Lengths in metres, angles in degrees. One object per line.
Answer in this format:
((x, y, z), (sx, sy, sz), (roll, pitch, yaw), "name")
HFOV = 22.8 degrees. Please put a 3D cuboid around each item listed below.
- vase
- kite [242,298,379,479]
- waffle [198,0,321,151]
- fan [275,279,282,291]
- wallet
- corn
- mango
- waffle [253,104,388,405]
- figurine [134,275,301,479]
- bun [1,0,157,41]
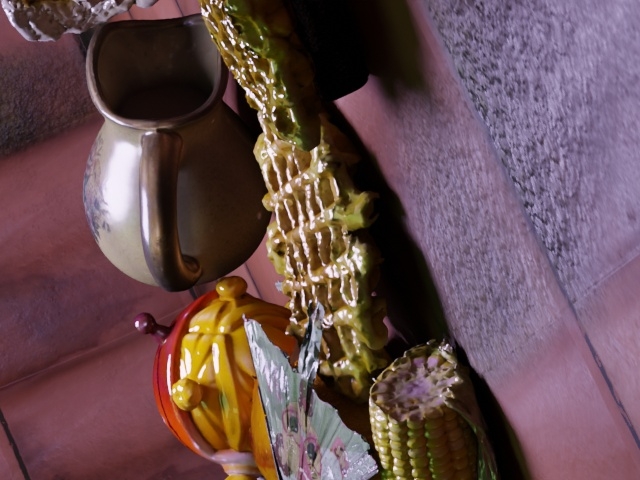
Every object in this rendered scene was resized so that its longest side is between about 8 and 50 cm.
((-0.182, -0.079, 1.939), (0.329, 0.240, 0.302), (-92, -2, -52), "vase")
((-0.015, 0.182, 1.607), (0.323, 0.013, 0.268), (40, 131, 55), "kite")
((-0.069, -0.183, 1.331), (0.243, 0.058, 0.238), (65, 171, -21), "waffle")
((-0.040, 0.066, 2.231), (0.191, 0.009, 0.329), (67, 169, -4), "fan")
((-0.040, -0.242, 1.419), (0.221, 0.071, 0.262), (65, 172, -16), "wallet")
((0.127, 0.243, 1.518), (0.123, 0.122, 0.305), (-64, -37, -56), "corn")
((0.036, 0.203, 1.732), (0.199, 0.201, 0.350), (30, 170, -21), "mango")
((0.000, 0.000, 1.622), (0.325, 0.068, 0.302), (-117, 20, -48), "waffle")
((-0.092, 0.190, 1.988), (0.323, 0.196, 0.320), (60, -140, -45), "figurine")
((-0.257, -0.366, 1.844), (0.281, 0.204, 0.282), (-15, 72, 53), "bun")
